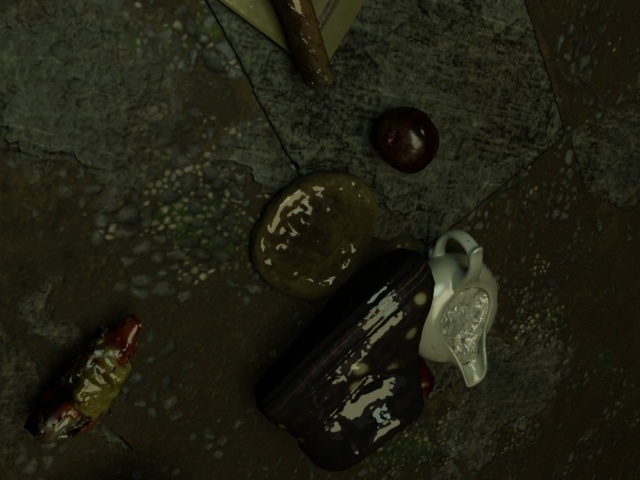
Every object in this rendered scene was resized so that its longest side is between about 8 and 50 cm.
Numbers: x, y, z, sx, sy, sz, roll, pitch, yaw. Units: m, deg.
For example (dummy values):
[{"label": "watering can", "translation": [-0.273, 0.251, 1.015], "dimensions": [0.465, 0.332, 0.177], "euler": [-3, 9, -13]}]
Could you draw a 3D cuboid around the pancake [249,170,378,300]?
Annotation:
[{"label": "pancake", "translation": [0.000, 0.000, 1.229], "dimensions": [0.241, 0.050, 0.242], "euler": [-13, 119, -25]}]

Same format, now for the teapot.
[{"label": "teapot", "translation": [0.244, 0.114, 1.365], "dimensions": [0.208, 0.166, 0.300], "euler": [-15, 126, -15]}]

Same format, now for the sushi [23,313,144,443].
[{"label": "sushi", "translation": [-0.331, 0.206, 1.087], "dimensions": [0.097, 0.103, 0.226], "euler": [40, 89, -9]}]

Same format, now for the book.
[{"label": "book", "translation": [-0.043, -0.368, 1.067], "dimensions": [0.230, 0.026, 0.161], "euler": [30, 93, -36]}]

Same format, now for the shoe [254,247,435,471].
[{"label": "shoe", "translation": [0.090, 0.212, 1.264], "dimensions": [0.237, 0.171, 0.384], "euler": [44, 88, -14]}]

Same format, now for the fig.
[{"label": "fig", "translation": [0.151, -0.168, 1.231], "dimensions": [0.154, 0.103, 0.109], "euler": [-20, 110, -63]}]

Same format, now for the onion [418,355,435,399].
[{"label": "onion", "translation": [0.150, 0.270, 1.397], "dimensions": [0.118, 0.119, 0.117], "euler": [-6, 127, -30]}]

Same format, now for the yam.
[{"label": "yam", "translation": [-0.036, -0.326, 1.038], "dimensions": [0.056, 0.056, 0.241], "euler": [-32, 124, -17]}]
